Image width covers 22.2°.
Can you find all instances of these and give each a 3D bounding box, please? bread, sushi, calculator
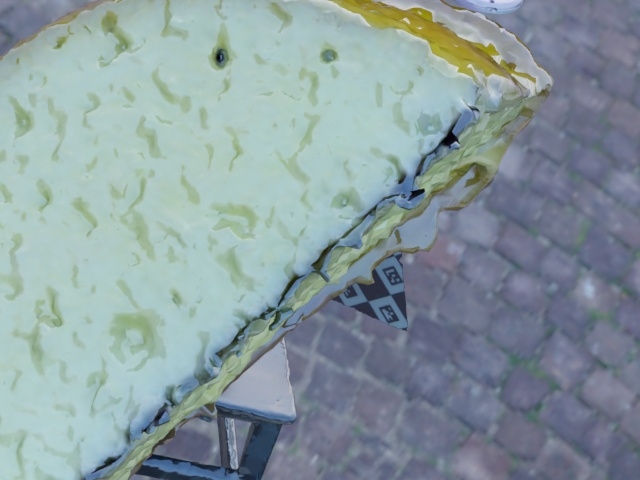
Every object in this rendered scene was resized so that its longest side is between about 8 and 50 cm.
[{"bbox_3d":[-0.060,-0.003,0.512,0.134,0.129,0.260,44,91,8],"label":"bread"},{"bbox_3d":[0.000,0.000,2.001,0.219,0.231,0.047,23,46,35],"label":"sushi"},{"bbox_3d":[0.178,-0.300,1.822,0.103,0.024,0.166,5,39,-9],"label":"calculator"}]

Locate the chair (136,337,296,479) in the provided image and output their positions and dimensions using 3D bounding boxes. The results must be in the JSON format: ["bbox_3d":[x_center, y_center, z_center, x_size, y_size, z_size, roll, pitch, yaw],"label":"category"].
[{"bbox_3d":[-0.123,0.085,1.607,0.203,0.416,0.240,14,36,-14],"label":"chair"}]
